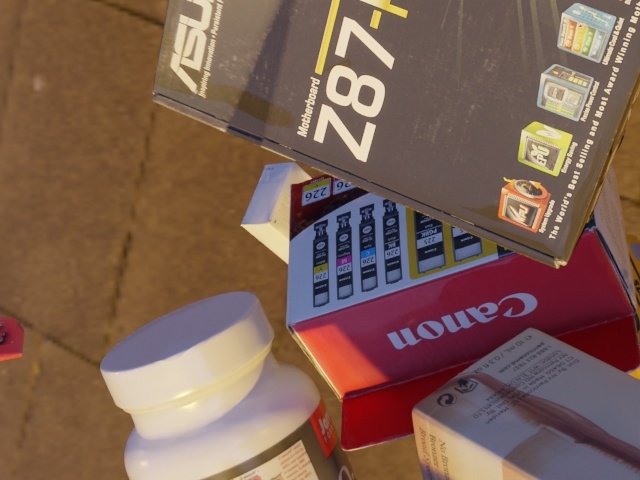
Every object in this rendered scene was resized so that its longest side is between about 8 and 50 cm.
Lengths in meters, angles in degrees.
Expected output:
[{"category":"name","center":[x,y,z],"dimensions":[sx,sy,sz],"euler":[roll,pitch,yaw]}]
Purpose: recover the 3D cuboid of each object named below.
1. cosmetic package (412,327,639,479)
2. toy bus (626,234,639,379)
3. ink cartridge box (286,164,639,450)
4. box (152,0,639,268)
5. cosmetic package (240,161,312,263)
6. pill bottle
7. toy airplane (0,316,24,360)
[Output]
[{"category":"cosmetic package","center":[0.213,0.194,1.140],"dimensions":[0.296,0.129,0.153],"euler":[25,137,47]},{"category":"toy bus","center":[0.356,0.162,1.878],"dimensions":[0.108,0.130,0.333],"euler":[-44,60,42]},{"category":"ink cartridge box","center":[0.132,0.028,1.606],"dimensions":[0.309,0.130,0.272],"euler":[-19,41,17]},{"category":"box","center":[0.078,-0.210,1.070],"dimensions":[0.318,0.097,0.395],"euler":[24,127,11]},{"category":"cosmetic package","center":[0.000,0.000,2.264],"dimensions":[0.060,0.239,0.099],"euler":[-4,56,42]},{"category":"pill bottle","center":[-0.071,0.250,1.685],"dimensions":[0.210,0.210,0.363],"euler":[-13,107,38]},{"category":"toy airplane","center":[-0.194,0.064,0.718],"dimensions":[0.151,0.151,0.028],"euler":[27,121,34]}]
